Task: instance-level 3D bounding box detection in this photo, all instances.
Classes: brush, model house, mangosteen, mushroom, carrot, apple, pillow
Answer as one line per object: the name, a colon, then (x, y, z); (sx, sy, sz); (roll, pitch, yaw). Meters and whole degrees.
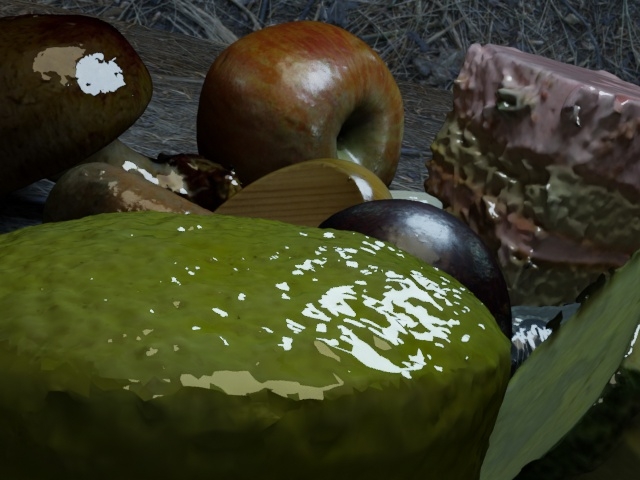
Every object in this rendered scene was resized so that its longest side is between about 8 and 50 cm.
brush: (0.000, 0.000, 1.712); (0.266, 0.174, 0.166); (3, -8, 36)
model house: (0.282, 0.191, 1.199); (0.266, 0.261, 0.321); (39, 35, 0)
mangosteen: (0.087, 0.080, 1.358); (0.231, 0.231, 0.289); (24, 11, 36)
mushroom: (-0.325, -0.119, 1.795); (0.334, 0.356, 0.331); (-33, 36, -14)
carrot: (-0.154, 0.014, 1.555); (0.301, 0.139, 0.138); (18, 16, 16)
apple: (-0.040, -0.152, 1.963); (0.301, 0.302, 0.301); (12, 15, -3)
pillow: (0.283, 0.117, 1.623); (0.335, 0.093, 0.161); (-3, 17, -44)

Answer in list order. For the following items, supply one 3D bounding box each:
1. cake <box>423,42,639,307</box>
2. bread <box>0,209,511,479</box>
cake: (0.318, -0.076, 1.933); (0.293, 0.307, 0.314); (5, 18, -33)
bread: (-0.075, 0.144, 0.834); (0.348, 0.308, 0.348); (6, 16, -2)
